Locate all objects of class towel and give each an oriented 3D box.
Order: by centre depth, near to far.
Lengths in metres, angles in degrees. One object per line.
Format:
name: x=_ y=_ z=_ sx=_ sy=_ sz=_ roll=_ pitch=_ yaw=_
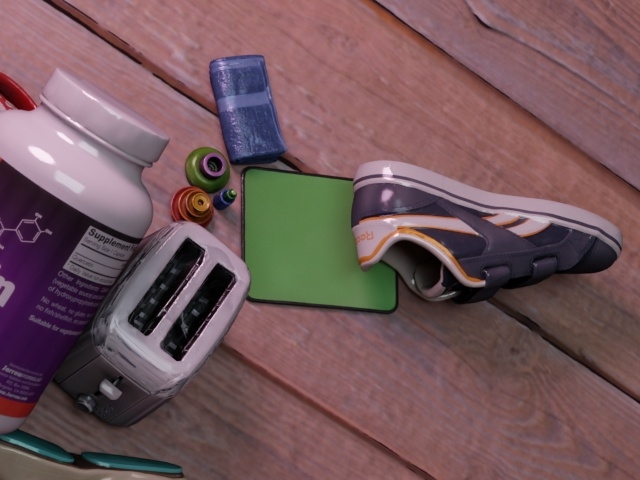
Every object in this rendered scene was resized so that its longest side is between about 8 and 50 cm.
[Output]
towel: x=-0.080 y=-0.142 z=2.011 sx=0.067 sy=0.029 sz=0.119 roll=-8 pitch=80 yaw=-27

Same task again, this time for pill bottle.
pill bottle: x=-0.278 y=0.007 z=1.718 sx=0.181 sy=0.181 sz=0.323 roll=31 pitch=95 yaw=-15

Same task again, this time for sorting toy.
sorting toy: x=-0.118 y=-0.056 z=1.961 sx=0.061 sy=0.042 sz=0.102 roll=28 pitch=65 yaw=-17

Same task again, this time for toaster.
toaster: x=-0.161 y=0.074 z=1.845 sx=0.129 sy=0.146 sz=0.227 roll=42 pitch=62 yaw=-11

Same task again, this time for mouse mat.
mouse mat: x=0.000 y=0.000 z=2.024 sx=0.190 sy=0.007 sz=0.152 roll=7 pitch=73 yaw=-26

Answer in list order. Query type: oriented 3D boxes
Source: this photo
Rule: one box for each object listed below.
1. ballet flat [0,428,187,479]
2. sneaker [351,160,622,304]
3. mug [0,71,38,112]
ballet flat: x=-0.248 y=0.236 z=1.802 sx=0.248 sy=0.086 sz=0.086 roll=17 pitch=69 yaw=-22
sneaker: x=0.180 y=0.014 z=2.042 sx=0.321 sy=0.126 sz=0.127 roll=13 pitch=68 yaw=-15
mug: x=-0.308 y=-0.094 z=1.842 sx=0.169 sy=0.113 sz=0.150 roll=37 pitch=65 yaw=-16
